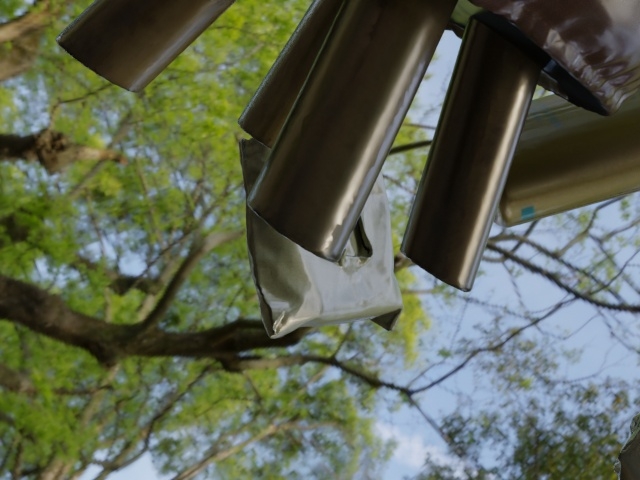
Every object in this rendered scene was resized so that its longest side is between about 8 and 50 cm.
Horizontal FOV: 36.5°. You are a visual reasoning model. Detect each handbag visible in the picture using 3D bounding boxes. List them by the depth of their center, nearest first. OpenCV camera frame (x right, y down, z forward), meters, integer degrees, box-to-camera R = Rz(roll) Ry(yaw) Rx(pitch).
[{"bbox_3d":[0.002,-0.004,1.244,0.109,0.315,0.253,-12,-98,32],"label":"handbag"}]

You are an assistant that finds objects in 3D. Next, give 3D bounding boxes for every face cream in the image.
[{"bbox_3d":[0.241,-0.083,0.647,0.285,0.139,0.067,-15,-67,3],"label":"face cream"}]

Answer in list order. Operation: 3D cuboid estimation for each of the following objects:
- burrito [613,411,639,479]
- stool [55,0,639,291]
[{"bbox_3d":[0.418,0.304,0.770,0.445,0.101,0.139,40,-56,26],"label":"burrito"},{"bbox_3d":[0.021,-0.108,0.496,0.272,0.272,0.178,37,-78,21],"label":"stool"}]
